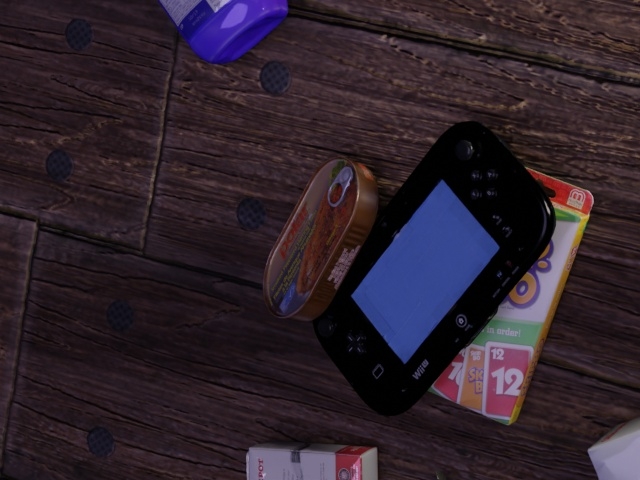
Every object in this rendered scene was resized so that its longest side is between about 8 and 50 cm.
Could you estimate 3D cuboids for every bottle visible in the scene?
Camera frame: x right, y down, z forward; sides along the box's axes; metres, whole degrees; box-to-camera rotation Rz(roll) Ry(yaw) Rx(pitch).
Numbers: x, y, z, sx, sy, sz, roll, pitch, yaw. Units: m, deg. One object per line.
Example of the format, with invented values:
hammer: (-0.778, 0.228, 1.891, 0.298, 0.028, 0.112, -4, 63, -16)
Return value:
bottle: (-0.154, -0.329, 1.991, 0.118, 0.092, 0.283, -39, 80, 21)

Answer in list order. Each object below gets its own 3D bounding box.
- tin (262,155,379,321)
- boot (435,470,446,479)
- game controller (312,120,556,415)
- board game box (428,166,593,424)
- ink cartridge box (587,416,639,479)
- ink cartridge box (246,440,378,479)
tin: (0.000, 0.000, 1.967, 0.189, 0.040, 0.106, -61, 39, 18)
boot: (0.094, 0.352, 1.986, 0.198, 0.077, 0.137, -35, 70, 20)
game controller: (0.114, 0.033, 1.896, 0.319, 0.067, 0.166, -54, 52, 29)
board game box: (0.187, 0.051, 1.923, 0.124, 0.039, 0.259, 22, 101, 19)
ink cartridge box: (0.376, 0.222, 1.809, 0.176, 0.128, 0.127, -23, 87, 25)
ink cartridge box: (-0.008, 0.274, 2.017, 0.135, 0.056, 0.099, 2, 96, 22)
